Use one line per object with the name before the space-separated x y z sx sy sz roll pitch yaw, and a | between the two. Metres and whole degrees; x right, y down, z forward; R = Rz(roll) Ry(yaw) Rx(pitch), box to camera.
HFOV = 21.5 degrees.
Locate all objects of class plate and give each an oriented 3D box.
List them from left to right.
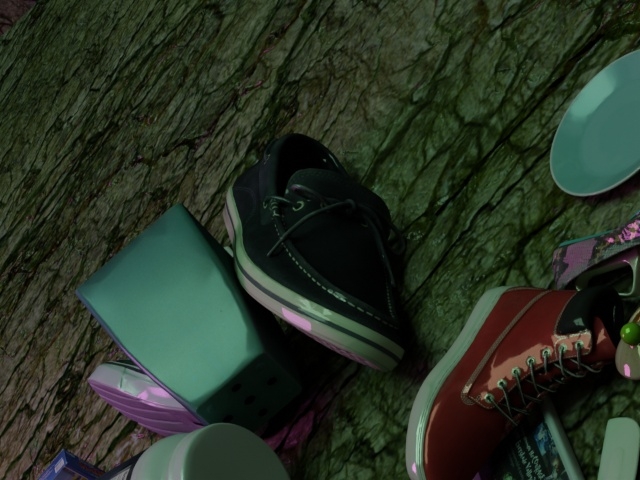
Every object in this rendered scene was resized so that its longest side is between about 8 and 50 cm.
plate | 0.322 -0.123 1.790 0.188 0.024 0.188 -38 31 29

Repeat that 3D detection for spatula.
spatula | 0.291 0.243 1.451 0.168 0.019 0.242 -21 43 45

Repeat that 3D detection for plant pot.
plant pot | -0.136 0.113 1.962 0.165 0.165 0.234 -41 49 -1

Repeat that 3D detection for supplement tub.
supplement tub | -0.175 0.332 1.895 0.272 0.191 0.191 -32 36 36

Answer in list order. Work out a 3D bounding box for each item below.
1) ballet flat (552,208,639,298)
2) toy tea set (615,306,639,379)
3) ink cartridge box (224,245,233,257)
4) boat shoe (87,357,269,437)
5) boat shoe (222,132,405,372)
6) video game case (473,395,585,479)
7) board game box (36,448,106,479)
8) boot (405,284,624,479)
ballet flat | 0.310 0.013 1.625 0.221 0.077 0.079 -28 56 48
toy tea set | 0.386 0.033 1.393 0.336 0.124 0.200 -38 33 21
ink cartridge box | -0.197 0.055 2.280 0.171 0.056 0.235 -17 27 -12
boat shoe | -0.162 0.181 2.144 0.335 0.121 0.119 4 56 46
boat shoe | 0.000 0.000 1.996 0.156 0.187 0.500 -56 22 12
video game case | 0.173 0.239 1.636 0.173 0.022 0.190 -45 29 19
board game box | -0.335 0.376 2.156 0.201 0.136 0.035 -48 29 11
boot | 0.192 0.142 1.601 0.176 0.088 0.244 -3 49 50
